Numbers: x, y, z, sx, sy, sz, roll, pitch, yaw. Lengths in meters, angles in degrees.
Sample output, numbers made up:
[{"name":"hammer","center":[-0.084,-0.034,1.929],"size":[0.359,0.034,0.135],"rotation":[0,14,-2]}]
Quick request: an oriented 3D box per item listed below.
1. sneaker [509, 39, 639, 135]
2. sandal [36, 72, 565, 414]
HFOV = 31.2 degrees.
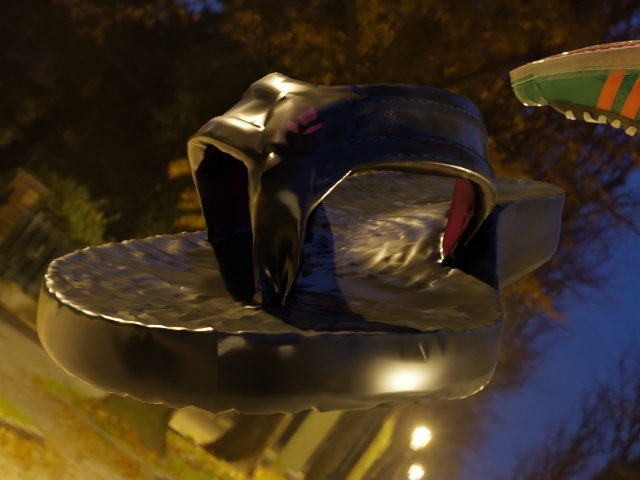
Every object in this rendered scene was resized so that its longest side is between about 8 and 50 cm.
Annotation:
[{"name":"sneaker","center":[0.334,-0.141,1.154],"size":[0.302,0.121,0.108],"rotation":[1,15,35]},{"name":"sandal","center":[0.015,-0.022,0.516],"size":[0.167,0.107,0.446],"rotation":[5,10,16]}]
